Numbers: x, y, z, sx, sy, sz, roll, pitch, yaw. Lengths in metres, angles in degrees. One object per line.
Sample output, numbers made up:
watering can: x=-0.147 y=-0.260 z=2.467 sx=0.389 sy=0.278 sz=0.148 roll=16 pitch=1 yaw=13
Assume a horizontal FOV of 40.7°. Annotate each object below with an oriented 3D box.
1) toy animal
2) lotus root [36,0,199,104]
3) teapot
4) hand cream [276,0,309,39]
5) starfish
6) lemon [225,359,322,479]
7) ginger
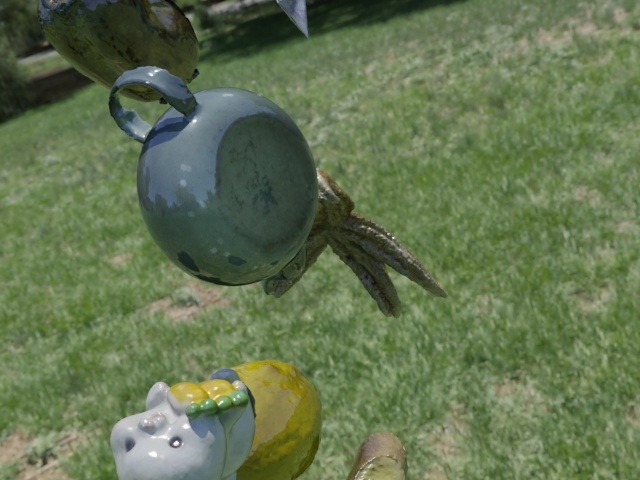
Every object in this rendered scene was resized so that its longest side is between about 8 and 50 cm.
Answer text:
toy animal: x=-0.207 y=0.314 z=1.257 sx=0.183 sy=0.247 sz=0.310 roll=10 pitch=14 yaw=6
lotus root: x=-0.296 y=-0.307 z=1.261 sx=0.152 sy=0.160 sz=0.275 roll=0 pitch=-18 yaw=25
teapot: x=-0.095 y=-0.051 z=0.847 sx=0.130 sy=0.294 sz=0.193 roll=-10 pitch=41 yaw=43
hand cream: x=-0.050 y=-0.384 z=1.366 sx=0.053 sy=0.084 sz=0.142 roll=-27 pitch=44 yaw=22
starfish: x=0.004 y=-0.010 z=1.220 sx=0.375 sy=0.327 sz=0.094 roll=16 pitch=59 yaw=16
lemon: x=-0.130 y=0.380 z=1.731 sx=0.316 sy=0.285 sz=0.285 roll=-15 pitch=13 yaw=-25
ginger: x=0.106 y=0.549 z=1.886 sx=0.275 sy=0.130 sz=0.221 roll=-56 pitch=1 yaw=-22
